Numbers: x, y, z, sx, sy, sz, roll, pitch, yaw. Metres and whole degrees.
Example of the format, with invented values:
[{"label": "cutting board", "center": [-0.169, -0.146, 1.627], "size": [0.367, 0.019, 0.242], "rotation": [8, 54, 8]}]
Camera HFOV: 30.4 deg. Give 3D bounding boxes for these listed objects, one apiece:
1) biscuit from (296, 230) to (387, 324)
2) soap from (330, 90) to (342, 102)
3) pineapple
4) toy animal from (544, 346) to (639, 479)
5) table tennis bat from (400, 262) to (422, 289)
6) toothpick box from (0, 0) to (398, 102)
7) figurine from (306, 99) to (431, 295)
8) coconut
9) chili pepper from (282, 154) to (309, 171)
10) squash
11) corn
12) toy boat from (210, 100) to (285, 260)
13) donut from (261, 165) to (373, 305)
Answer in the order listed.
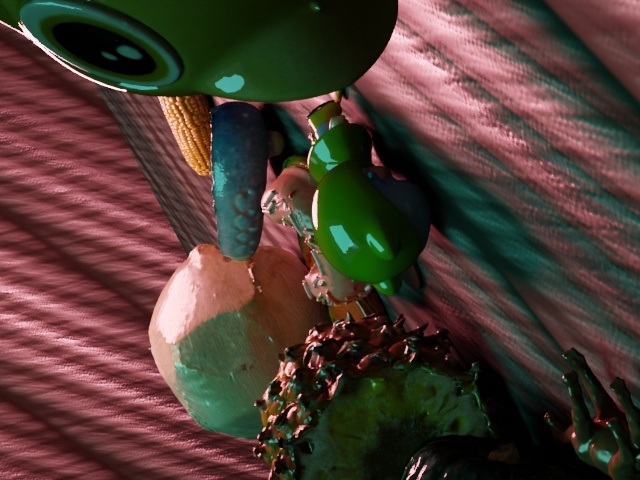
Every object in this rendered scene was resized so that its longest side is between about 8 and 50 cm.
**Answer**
[{"label": "biscuit", "center": [0.024, 0.075, 2.008], "size": [0.277, 0.052, 0.262], "rotation": [61, 166, 5]}, {"label": "soap", "center": [0.020, -0.208, 1.538], "size": [0.034, 0.012, 0.089], "rotation": [57, 166, 17]}, {"label": "pineapple", "center": [0.077, 0.263, 1.641], "size": [0.300, 0.352, 0.352], "rotation": [-127, 13, -72]}, {"label": "toy animal", "center": [0.288, 0.202, 1.256], "size": [0.224, 0.066, 0.229], "rotation": [44, 166, 50]}, {"label": "table tennis bat", "center": [0.101, 0.014, 1.691], "size": [0.156, 0.013, 0.087], "rotation": [43, 160, 49]}, {"label": "toothpick box", "center": [-0.126, -0.330, 0.984], "size": [0.425, 0.409, 0.409], "rotation": [63, 167, -23]}, {"label": "figurine", "center": [0.047, -0.057, 1.503], "size": [0.162, 0.143, 0.263], "rotation": [91, 159, -54]}, {"label": "coconut", "center": [-0.153, 0.174, 2.229], "size": [0.360, 0.346, 0.346], "rotation": [58, 168, -18]}, {"label": "chili pepper", "center": [-0.021, -0.109, 1.832], "size": [0.208, 0.043, 0.049], "rotation": [-157, 53, -69]}, {"label": "squash", "center": [0.212, 0.321, 1.400], "size": [0.252, 0.252, 0.165], "rotation": [-149, 67, -65]}, {"label": "corn", "center": [-0.255, -0.233, 2.353], "size": [0.260, 0.091, 0.091], "rotation": [72, -168, -51]}, {"label": "toy boat", "center": [-0.121, -0.107, 2.028], "size": [0.330, 0.123, 0.215], "rotation": [92, 178, -54]}, {"label": "donut", "center": [0.000, 0.000, 1.775], "size": [0.233, 0.085, 0.199], "rotation": [61, 157, -12]}]
